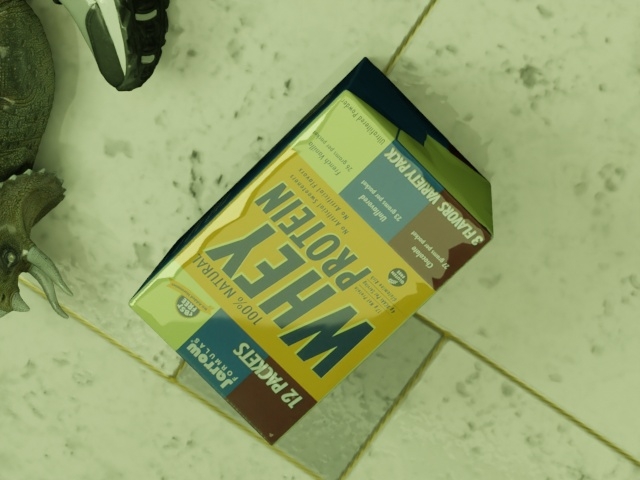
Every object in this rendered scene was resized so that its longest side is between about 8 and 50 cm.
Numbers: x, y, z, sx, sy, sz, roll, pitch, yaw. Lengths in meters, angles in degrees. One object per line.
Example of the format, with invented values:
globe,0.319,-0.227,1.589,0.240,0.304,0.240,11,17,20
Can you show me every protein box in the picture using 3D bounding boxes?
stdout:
protein box,0.000,0.000,1.276,0.136,0.200,0.201,45,102,-5

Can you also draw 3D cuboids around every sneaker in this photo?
sneaker,-0.190,-0.227,1.305,0.108,0.100,0.271,-24,93,18

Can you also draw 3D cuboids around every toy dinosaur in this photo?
toy dinosaur,-0.252,-0.105,1.330,0.160,0.121,0.313,2,101,-7
